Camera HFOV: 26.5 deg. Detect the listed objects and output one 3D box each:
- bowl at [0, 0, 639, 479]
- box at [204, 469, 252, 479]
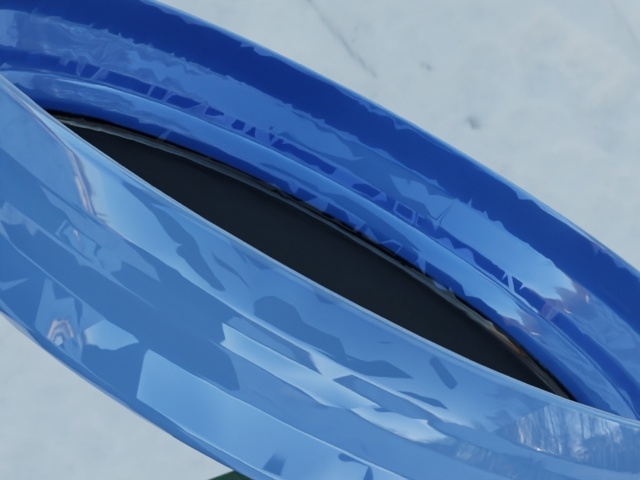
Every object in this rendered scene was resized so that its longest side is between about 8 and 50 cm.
[{"bbox_3d":[0.000,0.000,0.594,0.391,0.391,0.077,23,105,-21],"label":"bowl"},{"bbox_3d":[-0.128,0.204,0.516,0.058,0.232,0.322,43,25,20],"label":"box"}]
